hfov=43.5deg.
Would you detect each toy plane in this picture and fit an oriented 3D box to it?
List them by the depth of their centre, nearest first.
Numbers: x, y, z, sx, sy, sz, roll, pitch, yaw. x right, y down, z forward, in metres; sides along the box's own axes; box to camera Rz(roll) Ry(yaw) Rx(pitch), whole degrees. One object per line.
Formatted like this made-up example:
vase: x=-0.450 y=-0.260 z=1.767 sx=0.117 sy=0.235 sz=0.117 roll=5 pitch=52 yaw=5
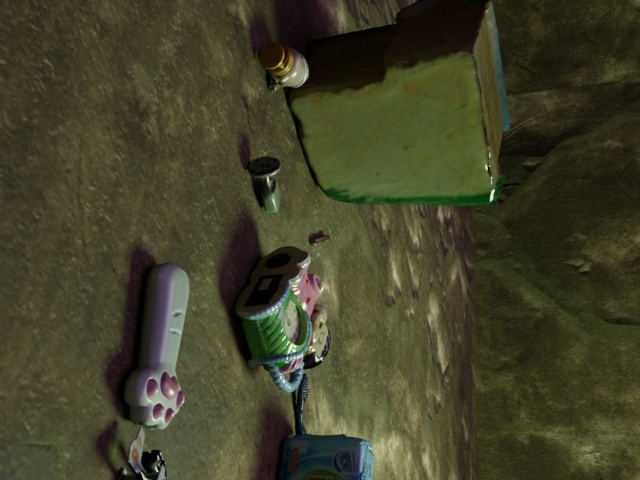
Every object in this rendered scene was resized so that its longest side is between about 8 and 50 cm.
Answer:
toy plane: x=-0.188 y=0.308 z=0.914 sx=0.078 sy=0.053 sz=0.197 roll=-78 pitch=157 yaw=-60

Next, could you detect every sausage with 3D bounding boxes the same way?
sausage: x=0.000 y=0.000 z=1.586 sx=0.100 sy=0.015 sz=0.015 roll=-23 pitch=107 yaw=-70

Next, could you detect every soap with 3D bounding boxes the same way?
soap: x=0.004 y=0.440 z=1.269 sx=0.077 sy=0.156 sz=0.293 roll=54 pitch=35 yaw=-52

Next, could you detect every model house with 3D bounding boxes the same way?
model house: x=0.172 y=-0.288 z=1.603 sx=0.343 sy=0.382 sz=0.335 roll=-69 pitch=149 yaw=-48

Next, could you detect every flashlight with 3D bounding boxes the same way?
flashlight: x=-0.188 y=0.122 z=0.958 sx=0.093 sy=0.047 sz=0.200 roll=49 pitch=41 yaw=-59

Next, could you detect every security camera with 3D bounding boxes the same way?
security camera: x=-0.087 y=-0.087 z=1.320 sx=0.058 sy=0.058 sz=0.092 roll=-73 pitch=162 yaw=-48

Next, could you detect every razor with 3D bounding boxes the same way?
razor: x=-0.028 y=0.310 z=1.403 sx=0.044 sy=0.028 sz=0.155 roll=-110 pitch=-167 yaw=-87

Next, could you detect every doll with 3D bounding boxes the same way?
doll: x=-0.063 y=-0.298 z=1.415 sx=0.084 sy=0.073 sz=0.127 roll=-62 pitch=156 yaw=5

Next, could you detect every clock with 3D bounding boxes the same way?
clock: x=-0.052 y=0.136 z=1.279 sx=0.194 sy=0.100 sz=0.196 roll=-64 pitch=142 yaw=-50
